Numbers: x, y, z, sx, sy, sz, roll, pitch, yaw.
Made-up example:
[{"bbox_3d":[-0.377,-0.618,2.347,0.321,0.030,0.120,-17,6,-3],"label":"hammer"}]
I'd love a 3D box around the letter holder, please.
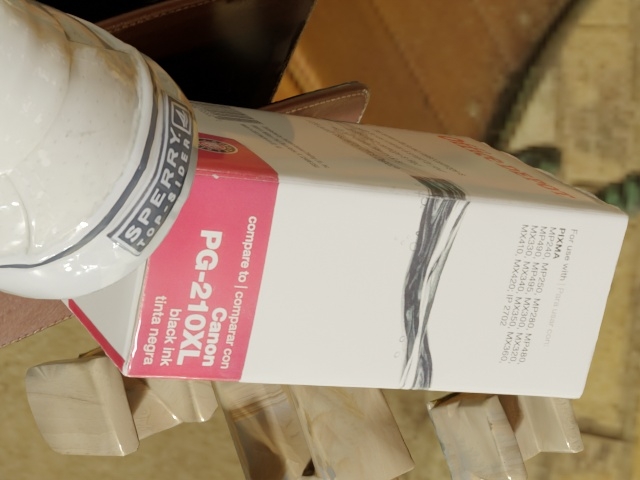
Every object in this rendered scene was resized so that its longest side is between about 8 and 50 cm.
[{"bbox_3d":[-0.116,-0.092,1.002,0.302,0.152,0.214,-24,153,-40],"label":"letter holder"}]

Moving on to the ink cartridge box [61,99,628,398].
[{"bbox_3d":[0.000,0.000,0.820,0.237,0.172,0.100,5,104,-25],"label":"ink cartridge box"}]

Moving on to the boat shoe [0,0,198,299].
[{"bbox_3d":[-0.231,-0.062,0.603,0.156,0.367,0.136,39,67,-55],"label":"boat shoe"}]

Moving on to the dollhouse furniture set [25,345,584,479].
[{"bbox_3d":[-0.008,0.212,1.314,0.362,0.256,0.394,-20,95,-30],"label":"dollhouse furniture set"}]
